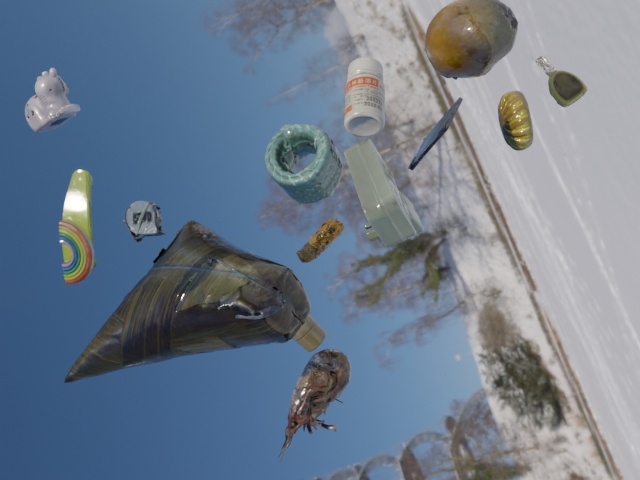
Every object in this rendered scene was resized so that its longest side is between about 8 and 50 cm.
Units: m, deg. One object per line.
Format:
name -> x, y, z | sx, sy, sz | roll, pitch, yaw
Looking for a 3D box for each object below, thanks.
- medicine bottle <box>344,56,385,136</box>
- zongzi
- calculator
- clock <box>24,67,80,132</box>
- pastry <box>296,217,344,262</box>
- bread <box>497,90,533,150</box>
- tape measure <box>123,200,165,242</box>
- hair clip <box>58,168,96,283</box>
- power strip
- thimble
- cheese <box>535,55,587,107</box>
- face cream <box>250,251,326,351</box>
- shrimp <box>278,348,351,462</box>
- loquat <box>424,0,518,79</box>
medicine bottle -> 0.154, -0.496, 2.174 | 0.144, 0.144, 0.252 | 45, -136, -50
zongzi -> -0.264, 0.181, 1.219 | 0.432, 0.403, 0.208 | -45, -53, -22
calculator -> 0.373, -0.345, 2.045 | 0.021, 0.262, 0.161 | 32, -119, -3
clock -> -0.670, -0.342, 1.545 | 0.080, 0.176, 0.117 | -28, -82, -47
pastry -> 0.000, 0.000, 1.633 | 0.056, 0.080, 0.140 | 51, -127, -5
bread -> 0.689, -0.421, 2.230 | 0.213, 0.104, 0.214 | -11, -90, -82
tape measure -> -0.425, -0.047, 1.511 | 0.054, 0.091, 0.094 | 60, -167, -79
hair clip -> -0.390, -0.021, 1.017 | 0.033, 0.060, 0.189 | -18, -68, -76
power strip -> 0.142, -0.084, 1.541 | 0.261, 0.141, 0.230 | 48, -160, -51
thimble -> -0.045, -0.225, 1.788 | 0.143, 0.198, 0.235 | 46, -165, -56
cheese -> 0.655, -0.447, 1.738 | 0.163, 0.086, 0.036 | 57, -172, 19
face cream -> -0.127, 0.190, 1.860 | 0.341, 0.137, 0.084 | 44, -157, -12
shrimp -> -0.023, 0.458, 1.728 | 0.145, 0.343, 0.116 | 30, 177, -25
loquat -> 0.330, -0.448, 1.394 | 0.179, 0.179, 0.227 | 65, 163, -6
